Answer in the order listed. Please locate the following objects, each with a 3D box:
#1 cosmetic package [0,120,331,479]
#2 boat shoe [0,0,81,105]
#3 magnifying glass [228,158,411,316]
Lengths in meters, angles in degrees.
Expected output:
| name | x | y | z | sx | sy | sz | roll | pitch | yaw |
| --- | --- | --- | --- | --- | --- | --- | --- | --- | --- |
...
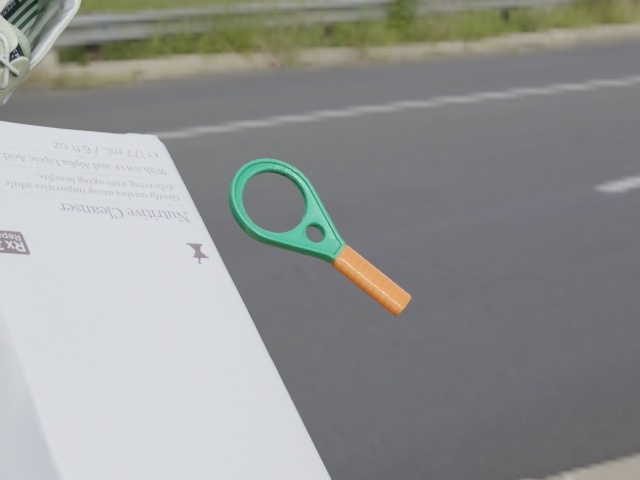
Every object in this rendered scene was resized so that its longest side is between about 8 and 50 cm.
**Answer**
| name | x | y | z | sx | sy | sz | roll | pitch | yaw |
| --- | --- | --- | --- | --- | --- | --- | --- | --- | --- |
| cosmetic package | -0.158 | 0.104 | 1.007 | 0.217 | 0.156 | 0.385 | 2 | 46 | -43 |
| boat shoe | -0.307 | -0.171 | 1.300 | 0.094 | 0.109 | 0.302 | -5 | 39 | 22 |
| magnifying glass | 0.000 | 0.000 | 1.564 | 0.092 | 0.231 | 0.026 | -53 | 2 | -28 |
